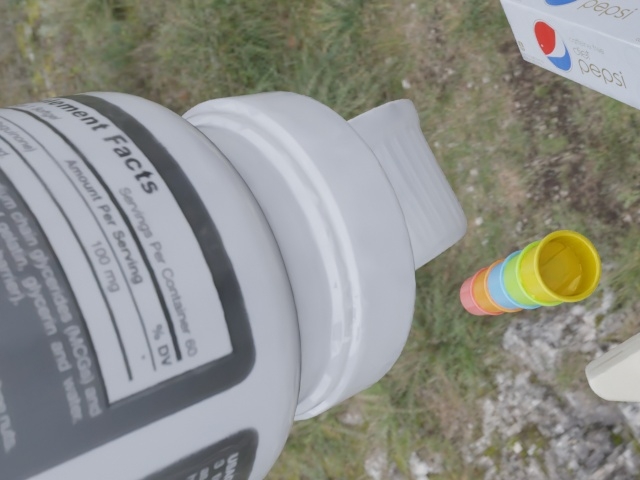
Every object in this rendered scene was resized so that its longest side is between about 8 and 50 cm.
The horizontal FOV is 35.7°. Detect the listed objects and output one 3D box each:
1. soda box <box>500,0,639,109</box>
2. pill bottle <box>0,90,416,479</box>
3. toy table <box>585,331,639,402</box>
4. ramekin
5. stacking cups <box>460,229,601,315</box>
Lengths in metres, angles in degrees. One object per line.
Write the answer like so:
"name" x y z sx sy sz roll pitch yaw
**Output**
"soda box" 0.244 -0.177 0.848 0.074 0.069 0.216 59 173 -31
"pill bottle" -0.141 0.051 0.429 0.210 0.363 0.210 22 121 42
"toy table" 0.399 0.116 0.948 0.274 0.252 0.161 -42 109 9
"ramekin" 0.000 0.000 0.916 0.277 0.277 0.135 -34 87 48
"stacking cups" 0.286 0.067 1.423 0.096 0.096 0.316 64 164 7
